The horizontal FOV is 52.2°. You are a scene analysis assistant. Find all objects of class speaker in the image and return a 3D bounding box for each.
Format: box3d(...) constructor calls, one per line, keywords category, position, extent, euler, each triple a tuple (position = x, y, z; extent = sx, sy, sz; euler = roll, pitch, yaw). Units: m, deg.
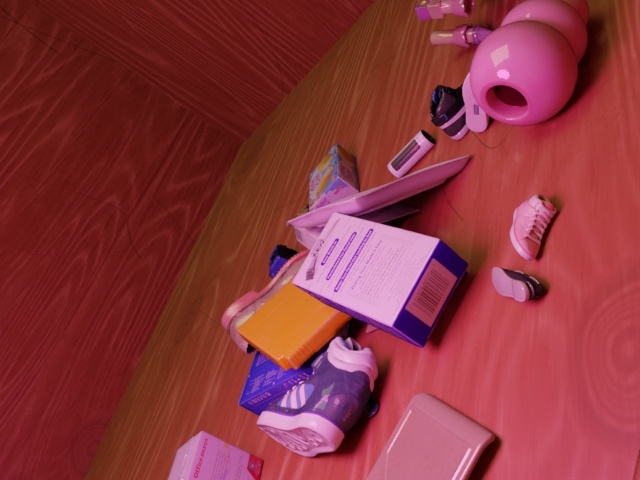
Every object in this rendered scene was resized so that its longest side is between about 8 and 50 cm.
box3d(category="speaker", position=(0.243, -0.230, 1.743), extent=(0.136, 0.055, 0.055), euler=(-45, 22, 29))

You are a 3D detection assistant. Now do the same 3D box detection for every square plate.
box3d(category="square plate", position=(0.137, -0.106, 1.567), extent=(0.344, 0.049, 0.347), euler=(-21, 4, -28))

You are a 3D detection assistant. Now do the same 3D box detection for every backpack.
box3d(category="backpack", position=(-0.120, 0.071, 2.079), extent=(0.101, 0.098, 0.120), euler=(-55, 20, 18))

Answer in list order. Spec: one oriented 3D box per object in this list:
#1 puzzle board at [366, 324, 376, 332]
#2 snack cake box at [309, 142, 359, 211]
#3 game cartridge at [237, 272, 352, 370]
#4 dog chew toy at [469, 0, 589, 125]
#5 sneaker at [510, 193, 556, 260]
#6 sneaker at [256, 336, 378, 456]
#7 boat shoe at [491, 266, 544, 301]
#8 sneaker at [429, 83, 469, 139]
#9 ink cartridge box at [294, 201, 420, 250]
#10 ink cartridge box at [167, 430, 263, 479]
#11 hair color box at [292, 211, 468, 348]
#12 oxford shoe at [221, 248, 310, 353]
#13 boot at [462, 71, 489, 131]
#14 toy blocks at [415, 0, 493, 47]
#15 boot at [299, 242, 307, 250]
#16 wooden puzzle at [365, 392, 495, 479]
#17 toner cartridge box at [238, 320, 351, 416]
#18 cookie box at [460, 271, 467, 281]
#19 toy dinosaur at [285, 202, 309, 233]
box3d(category="puzzle board", position=(0.146, 0.140, 1.457), extent=(0.096, 0.011, 0.128), euler=(-37, 27, 48))
box3d(category="snack cake box", position=(0.041, -0.185, 2.109), extent=(0.152, 0.089, 0.264), euler=(-47, 21, 24))
box3d(category="game cartridge", position=(-0.019, 0.152, 1.536), extent=(0.324, 0.052, 0.285), euler=(-43, 24, -15))
box3d(category="dog chew toy", position=(0.440, -0.389, 1.320), extent=(0.331, 0.207, 0.207), euler=(-56, 17, -24))
box3d(category="sneaker", position=(0.368, -0.030, 1.123), extent=(0.070, 0.051, 0.134), euler=(-47, 17, 41))
box3d(category="sneaker", position=(0.006, 0.317, 1.373), extent=(0.236, 0.130, 0.323), euler=(-56, 12, -28))
box3d(category="boat shoe", position=(0.326, 0.070, 1.090), extent=(0.125, 0.038, 0.046), euler=(-147, 49, -76))
box3d(category="sneaker", position=(0.346, -0.367, 1.606), extent=(0.216, 0.121, 0.079), euler=(-61, 20, -12))
box3d(category="ink cartridge box", position=(0.088, -0.036, 1.691), extent=(0.261, 0.066, 0.296), euler=(-16, 15, -12))
box3d(category="ink cartridge box", position=(-0.247, 0.549, 1.508), extent=(0.127, 0.176, 0.128), euler=(-42, 24, 36))
box3d(category="hair color box", position=(0.108, 0.068, 1.308), extent=(0.339, 0.110, 0.185), euler=(19, 75, 53))
box3d(category="oxford shoe", position=(-0.068, 0.157, 1.741), extent=(0.397, 0.140, 0.146), euler=(-39, 47, -2))
box3d(category="boot", position=(0.364, -0.339, 1.477), extent=(0.190, 0.069, 0.086), euler=(77, -146, -58))
box3d(category="toy blocks", position=(0.412, -0.723, 1.774), extent=(0.260, 0.309, 0.288), euler=(11, 64, 42))
box3d(category="boot", position=(0.000, 0.000, 1.946), extent=(0.197, 0.073, 0.152), euler=(-48, 25, 31))
box3d(category="wooden puzzle", position=(0.155, 0.372, 1.031), extent=(0.238, 0.044, 0.221), euler=(-55, 18, -7))
box3d(category="toner cartridge box", position=(-0.068, 0.307, 1.614), extent=(0.348, 0.075, 0.165), euler=(-36, 26, 45))
box3d(category="cookie box", position=(0.232, 0.073, 1.306), extent=(0.091, 0.040, 0.107), euler=(-54, 19, 6))
box3d(category="toy dinosaur", position=(-0.072, -0.071, 2.257), extent=(0.092, 0.053, 0.183), euler=(-46, 22, 26))
